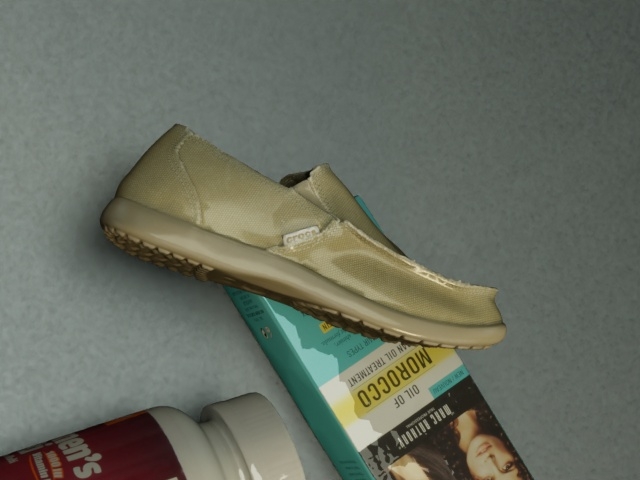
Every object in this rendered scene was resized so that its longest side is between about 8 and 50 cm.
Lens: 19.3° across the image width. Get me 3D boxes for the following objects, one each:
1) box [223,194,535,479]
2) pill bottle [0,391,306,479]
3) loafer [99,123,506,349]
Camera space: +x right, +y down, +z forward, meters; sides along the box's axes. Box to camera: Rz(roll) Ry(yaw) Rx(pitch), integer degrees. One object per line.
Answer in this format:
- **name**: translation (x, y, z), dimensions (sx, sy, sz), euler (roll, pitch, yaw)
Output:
- **box**: translation (0.042, 0.100, 1.269), dimensions (0.100, 0.060, 0.244), euler (-33, 94, -19)
- **pill bottle**: translation (-0.126, 0.174, 1.170), dimensions (0.221, 0.121, 0.121), euler (-17, 89, -20)
- **loafer**: translation (0.000, 0.000, 1.181), dimensions (0.268, 0.102, 0.092), euler (19, 83, -14)
